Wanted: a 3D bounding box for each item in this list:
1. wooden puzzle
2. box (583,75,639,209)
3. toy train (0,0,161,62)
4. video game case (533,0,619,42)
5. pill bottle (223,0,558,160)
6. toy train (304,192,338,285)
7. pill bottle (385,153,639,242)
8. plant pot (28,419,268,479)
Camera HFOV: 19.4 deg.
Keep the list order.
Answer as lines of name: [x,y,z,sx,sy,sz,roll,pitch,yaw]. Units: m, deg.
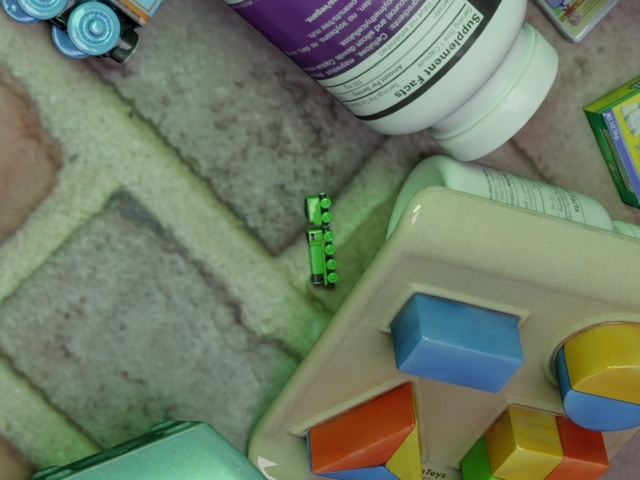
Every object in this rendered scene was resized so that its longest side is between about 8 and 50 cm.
wooden puzzle: [0.147,0.130,1.576,0.322,0.080,0.348,14,130,-21]
box: [0.337,-0.115,1.691,0.179,0.043,0.105,-31,110,-12]
toy train: [-0.206,-0.218,1.466,0.184,0.080,0.105,35,79,-20]
video game case: [0.233,-0.312,1.624,0.212,0.023,0.193,-46,111,-6]
pill bottle: [0.037,-0.210,1.492,0.323,0.181,0.181,39,87,-22]
toy train: [0.000,0.000,1.613,0.024,0.017,0.083,-7,104,-8]
pill bottle: [0.182,0.014,1.617,0.229,0.131,0.131,15,96,-21]
plant pot: [-0.126,0.284,1.516,0.248,0.247,0.252,-21,91,-14]
